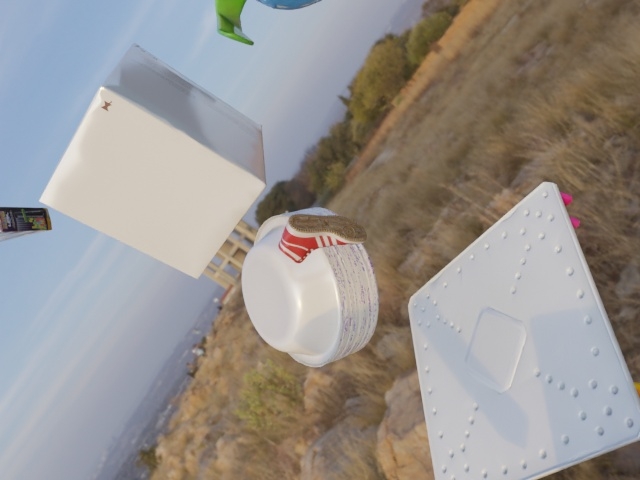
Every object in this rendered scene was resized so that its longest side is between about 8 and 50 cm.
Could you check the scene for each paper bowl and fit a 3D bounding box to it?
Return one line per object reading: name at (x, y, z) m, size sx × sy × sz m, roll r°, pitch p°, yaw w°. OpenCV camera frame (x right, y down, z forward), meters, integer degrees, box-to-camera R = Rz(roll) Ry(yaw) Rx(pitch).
paper bowl at (-0.037, 0.089, 1.074) m, size 0.148 × 0.284 × 0.284 m, roll -14°, pitch -21°, yaw -35°

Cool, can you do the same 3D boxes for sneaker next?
sneaker at (0.000, 0.000, 0.804) m, size 0.067 × 0.119 × 0.042 m, roll -58°, pitch 35°, yaw 42°

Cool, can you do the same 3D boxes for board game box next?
board game box at (-0.614, -0.021, 1.089) m, size 0.170 × 0.048 × 0.141 m, roll -12°, pitch 2°, yaw 11°
board game box at (0.287, 0.171, 0.916) m, size 0.390 × 0.050 × 0.390 m, roll -51°, pitch 32°, yaw 45°

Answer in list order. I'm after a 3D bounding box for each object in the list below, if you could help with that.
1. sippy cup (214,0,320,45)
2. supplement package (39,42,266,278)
sippy cup at (-0.068, -0.455, 0.870) m, size 0.240 × 0.305 × 0.224 m, roll -19°, pitch 43°, yaw -9°
supplement package at (-0.185, -0.099, 0.703) m, size 0.149 × 0.194 × 0.203 m, roll -51°, pitch 23°, yaw 20°
